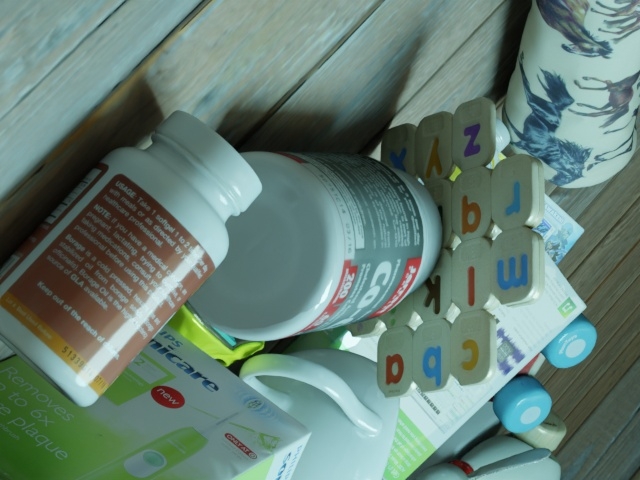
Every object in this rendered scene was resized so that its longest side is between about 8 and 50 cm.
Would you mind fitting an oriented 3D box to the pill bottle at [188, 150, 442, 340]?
[{"bbox_3d":[0.000,0.000,1.557,0.161,0.161,0.283,-58,160,16],"label":"pill bottle"}]

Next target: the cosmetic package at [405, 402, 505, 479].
[{"bbox_3d":[0.093,0.310,2.348,0.385,0.156,0.217,-28,150,-53],"label":"cosmetic package"}]

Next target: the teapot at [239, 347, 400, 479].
[{"bbox_3d":[-0.039,0.212,1.790,0.252,0.187,0.256,-98,-149,-75],"label":"teapot"}]

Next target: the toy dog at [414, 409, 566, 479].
[{"bbox_3d":[0.247,0.336,2.267,0.334,0.161,0.220,-33,148,-46],"label":"toy dog"}]

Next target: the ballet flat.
[{"bbox_3d":[-0.112,0.087,1.604,0.077,0.077,0.231,-36,165,7],"label":"ballet flat"}]

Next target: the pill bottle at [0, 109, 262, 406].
[{"bbox_3d":[-0.148,0.010,1.295,0.216,0.121,0.121,-48,161,-11],"label":"pill bottle"}]

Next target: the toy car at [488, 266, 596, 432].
[{"bbox_3d":[0.180,0.100,2.187,0.238,0.219,0.210,12,118,-37],"label":"toy car"}]

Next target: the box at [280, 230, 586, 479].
[{"bbox_3d":[0.131,0.107,1.984,0.322,0.058,0.232,-43,127,-5],"label":"box"}]

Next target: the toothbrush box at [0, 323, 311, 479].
[{"bbox_3d":[-0.178,0.187,1.408,0.283,0.206,0.122,-21,141,-55],"label":"toothbrush box"}]

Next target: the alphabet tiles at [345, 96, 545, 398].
[{"bbox_3d":[0.116,0.010,1.677,0.021,0.278,0.284,11,164,-35],"label":"alphabet tiles"}]

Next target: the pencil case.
[{"bbox_3d":[0.292,-0.224,1.834,0.183,0.160,0.410,-56,165,-27],"label":"pencil case"}]

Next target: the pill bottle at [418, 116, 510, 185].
[{"bbox_3d":[0.157,-0.089,1.910,0.116,0.065,0.065,-43,159,-25],"label":"pill bottle"}]

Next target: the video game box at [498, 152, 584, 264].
[{"bbox_3d":[0.190,0.003,2.030,0.187,0.048,0.205,-50,127,1],"label":"video game box"}]
